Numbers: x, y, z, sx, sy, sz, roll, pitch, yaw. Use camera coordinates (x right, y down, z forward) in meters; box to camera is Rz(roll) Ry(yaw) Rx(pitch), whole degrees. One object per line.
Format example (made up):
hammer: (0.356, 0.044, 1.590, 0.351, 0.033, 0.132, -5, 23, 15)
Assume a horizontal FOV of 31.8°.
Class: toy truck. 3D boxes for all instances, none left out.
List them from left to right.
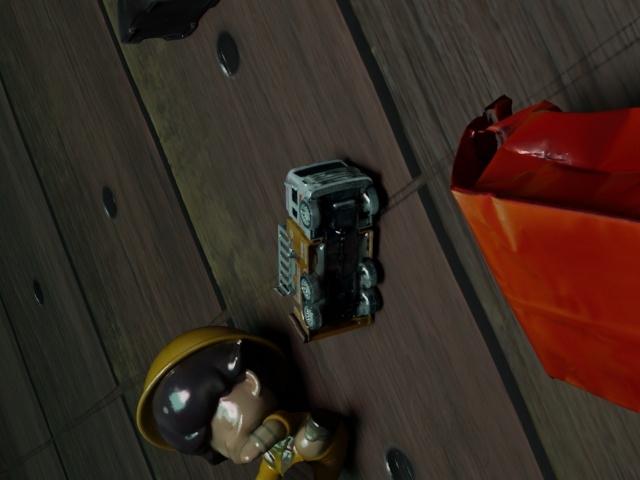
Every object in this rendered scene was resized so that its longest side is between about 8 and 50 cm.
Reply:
toy truck: (0.001, 0.000, 1.139, 0.115, 0.080, 0.178, -132, 36, -50)

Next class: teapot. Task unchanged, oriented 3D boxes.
teapot: (-0.182, -0.293, 1.275, 0.177, 0.087, 0.096, -31, 74, 59)

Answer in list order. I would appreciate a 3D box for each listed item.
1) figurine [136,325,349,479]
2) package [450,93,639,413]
figurine: (-0.086, 0.203, 1.305, 0.256, 0.167, 0.192, 30, 119, 20)
package: (0.237, 0.020, 0.677, 0.423, 0.123, 0.196, 17, 142, 55)
